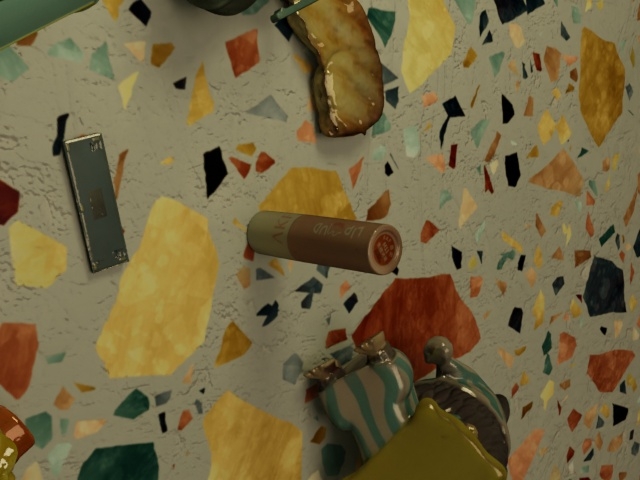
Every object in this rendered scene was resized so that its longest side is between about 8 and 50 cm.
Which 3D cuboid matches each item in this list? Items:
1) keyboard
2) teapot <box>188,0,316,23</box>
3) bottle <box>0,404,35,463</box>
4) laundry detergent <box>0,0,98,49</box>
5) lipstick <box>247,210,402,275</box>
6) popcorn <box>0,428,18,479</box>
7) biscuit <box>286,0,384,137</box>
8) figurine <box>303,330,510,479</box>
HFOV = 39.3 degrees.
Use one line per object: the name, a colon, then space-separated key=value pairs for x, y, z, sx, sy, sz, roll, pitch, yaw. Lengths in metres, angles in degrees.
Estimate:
keyboard: x=-0.291 y=-0.048 z=1.163 sx=0.055 sy=0.014 sz=0.176 roll=-23 pitch=111 yaw=-39
teapot: x=-0.083 y=-0.400 z=1.211 sx=0.225 sy=0.171 sz=0.203 roll=-39 pitch=108 yaw=-40
bottle: x=-0.425 y=0.279 z=1.045 sx=0.187 sy=0.069 sz=0.069 roll=-44 pitch=124 yaw=-28
laundry detergent: x=-0.403 y=-0.286 z=0.834 sx=0.305 sy=0.287 sz=0.287 roll=-41 pitch=122 yaw=-33
lipstick: x=0.000 y=0.000 z=1.282 sx=0.070 sy=0.254 sz=0.070 roll=-7 pitch=100 yaw=-43
popcorn: x=-0.442 y=0.236 z=0.891 sx=0.266 sy=0.233 sz=0.192 roll=25 pitch=39 yaw=-19
biscuit: x=0.023 y=-0.307 z=1.408 sx=0.154 sy=0.045 sz=0.299 roll=-35 pitch=118 yaw=-35
figurine: x=0.171 y=0.301 z=1.575 sx=0.361 sy=0.266 sz=0.377 roll=59 pitch=19 yaw=-1
